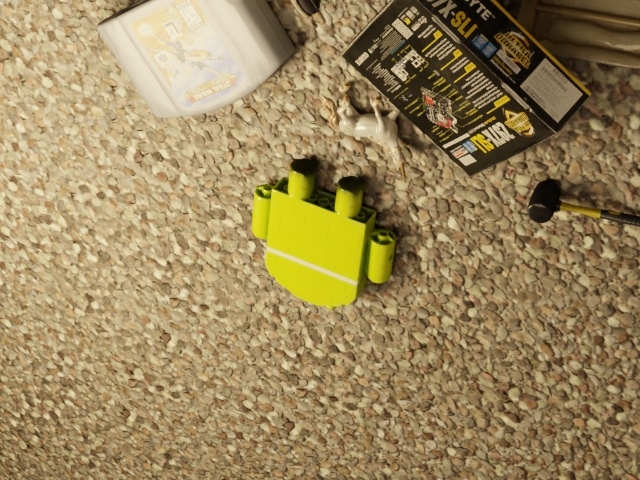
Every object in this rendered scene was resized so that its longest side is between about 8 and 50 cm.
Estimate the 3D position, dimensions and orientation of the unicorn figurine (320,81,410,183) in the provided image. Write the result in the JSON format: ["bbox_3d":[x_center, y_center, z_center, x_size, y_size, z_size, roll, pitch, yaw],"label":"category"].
[{"bbox_3d":[0.078,-0.168,2.001,0.162,0.060,0.111,26,137,36],"label":"unicorn figurine"}]

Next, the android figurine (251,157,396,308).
[{"bbox_3d":[0.000,0.000,2.181,0.248,0.056,0.272,20,133,18],"label":"android figurine"}]

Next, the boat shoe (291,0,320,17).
[{"bbox_3d":[-0.027,-0.397,1.864,0.065,0.075,0.206,-12,127,12],"label":"boat shoe"}]

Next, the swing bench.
[{"bbox_3d":[0.346,-0.331,1.602,0.253,0.165,0.254,14,157,22],"label":"swing bench"}]

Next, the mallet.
[{"bbox_3d":[0.387,-0.045,1.917,0.190,0.062,0.039,8,131,9],"label":"mallet"}]

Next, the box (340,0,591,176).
[{"bbox_3d":[0.176,-0.217,1.773,0.257,0.079,0.322,41,166,-5],"label":"box"}]

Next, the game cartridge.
[{"bbox_3d":[-0.187,-0.293,2.067,0.297,0.062,0.198,-17,110,40],"label":"game cartridge"}]
